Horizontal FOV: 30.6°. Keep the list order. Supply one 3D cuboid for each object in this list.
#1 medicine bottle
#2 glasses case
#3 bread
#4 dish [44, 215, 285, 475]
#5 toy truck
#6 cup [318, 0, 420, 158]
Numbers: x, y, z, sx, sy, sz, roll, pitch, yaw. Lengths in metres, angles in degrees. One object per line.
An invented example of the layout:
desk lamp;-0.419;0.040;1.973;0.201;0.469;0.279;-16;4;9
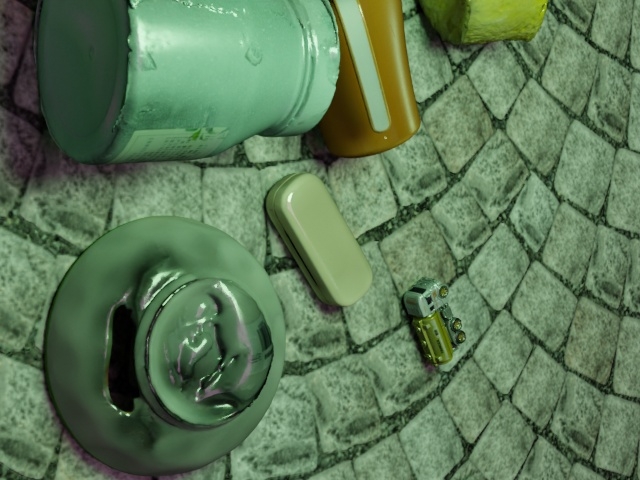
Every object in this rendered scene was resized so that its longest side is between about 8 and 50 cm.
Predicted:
medicine bottle;-0.146;-0.212;1.336;0.290;0.245;0.245;-6;94;-36
glasses case;0.000;0.000;1.575;0.083;0.050;0.196;-41;114;-28
bread;0.234;-0.368;1.685;0.170;0.197;0.197;-19;102;-23
dish;-0.157;0.129;1.407;0.324;0.124;0.324;0;90;-38
toy truck;0.164;0.119;1.703;0.063;0.052;0.123;-33;111;-27
cup;0.040;-0.242;1.512;0.182;0.226;0.264;-19;112;-1
